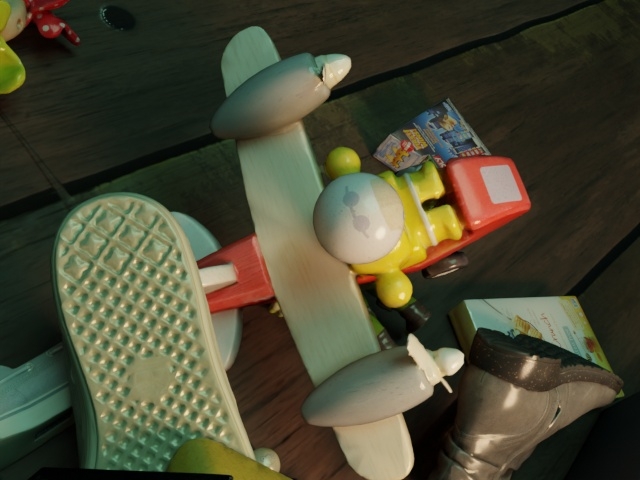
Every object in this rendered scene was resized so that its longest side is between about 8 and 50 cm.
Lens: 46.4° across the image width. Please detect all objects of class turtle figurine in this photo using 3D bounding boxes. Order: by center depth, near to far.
[{"bbox_3d":[0.046,0.041,0.976,0.217,0.087,0.269,47,45,6],"label":"turtle figurine"}]

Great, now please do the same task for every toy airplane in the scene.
[{"bbox_3d":[0.000,0.000,0.784,0.386,0.272,0.384,28,77,-1],"label":"toy airplane"}]

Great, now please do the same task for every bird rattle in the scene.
[{"bbox_3d":[-0.418,-0.283,0.903,0.206,0.143,0.254,15,45,-2],"label":"bird rattle"}]

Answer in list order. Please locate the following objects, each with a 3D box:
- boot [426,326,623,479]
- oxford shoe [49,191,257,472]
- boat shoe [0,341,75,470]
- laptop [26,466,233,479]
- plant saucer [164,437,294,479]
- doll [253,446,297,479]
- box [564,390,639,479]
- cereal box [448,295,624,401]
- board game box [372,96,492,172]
[{"bbox_3d":[0.236,0.232,0.902,0.338,0.223,0.118,17,5,-45],"label":"boot"},{"bbox_3d":[-0.145,0.182,0.668,0.169,0.130,0.450,-10,85,-14],"label":"oxford shoe"},{"bbox_3d":[-0.289,0.152,0.687,0.081,0.079,0.227,45,38,14],"label":"boat shoe"},{"bbox_3d":[-0.161,0.305,0.496,0.136,0.234,0.265,-9,87,-52],"label":"laptop"},{"bbox_3d":[-0.030,0.373,0.567,0.332,0.081,0.333,30,76,-11],"label":"plant saucer"},{"bbox_3d":[-0.026,0.299,0.759,0.129,0.046,0.189,-14,59,-29],"label":"doll"},{"bbox_3d":[0.474,0.371,0.939,0.294,0.183,0.296,46,45,8],"label":"box"},{"bbox_3d":[0.313,0.166,1.082,0.240,0.047,0.173,0,58,-33],"label":"cereal box"},{"bbox_3d":[0.189,-0.134,1.225,0.194,0.060,0.194,-18,68,-40],"label":"board game box"}]
